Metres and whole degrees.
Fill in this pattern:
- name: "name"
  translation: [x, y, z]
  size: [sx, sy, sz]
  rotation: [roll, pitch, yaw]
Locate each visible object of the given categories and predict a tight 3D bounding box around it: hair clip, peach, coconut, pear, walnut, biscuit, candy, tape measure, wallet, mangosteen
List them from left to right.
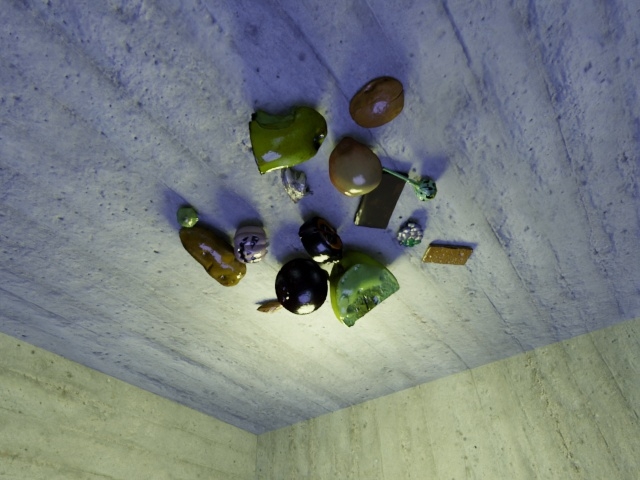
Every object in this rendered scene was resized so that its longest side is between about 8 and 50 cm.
- name: "coconut"
  translation: [-0.567, -0.099, 1.793]
  size: [0.096, 0.087, 0.087]
  rotation: [7, 136, 1]
- name: "pear"
  translation: [-0.105, -0.358, 1.436]
  size: [0.256, 0.238, 0.163]
  rotation: [-7, 130, 7]
- name: "mangosteen"
  translation: [-0.081, 0.221, 2.036]
  size: [0.289, 0.287, 0.287]
  rotation: [-2, 136, -2]
- name: "tape measure"
  translation: [0.000, 0.000, 1.844]
  size: [0.135, 0.202, 0.223]
  rotation: [-32, 134, 23]
- name: "pear"
  translation: [0.163, 0.192, 2.024]
  size: [0.343, 0.238, 0.317]
  rotation: [-35, 117, -10]
- name: "peach"
  translation: [0.128, -0.279, 1.566]
  size: [0.233, 0.232, 0.232]
  rotation: [-2, 136, -2]
- name: "walnut"
  translation: [0.203, -0.458, 1.457]
  size: [0.211, 0.086, 0.167]
  rotation: [-31, 133, 27]
- name: "wallet"
  translation: [0.252, -0.170, 1.793]
  size: [0.166, 0.042, 0.309]
  rotation: [6, 136, -11]
- name: "candy"
  translation: [0.353, -0.232, 1.674]
  size: [0.306, 0.083, 0.091]
  rotation: [16, 105, -34]
- name: "hair clip"
  translation: [0.416, -0.028, 1.956]
  size: [0.124, 0.052, 0.195]
  rotation: [0, 145, 11]
- name: "biscuit"
  translation: [0.628, 0.071, 2.077]
  size: [0.231, 0.025, 0.130]
  rotation: [5, 137, -9]

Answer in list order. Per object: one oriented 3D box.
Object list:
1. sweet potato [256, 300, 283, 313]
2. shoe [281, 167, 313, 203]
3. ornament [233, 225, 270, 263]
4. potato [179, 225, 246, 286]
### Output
- name: "sweet potato"
  translation: [-0.256, 0.365, 2.310]
  size: [0.206, 0.067, 0.060]
  rotation: [-20, 159, 9]
- name: "shoe"
  translation: [-0.094, -0.227, 1.681]
  size: [0.093, 0.088, 0.180]
  rotation: [-13, 138, 12]
- name: "ornament"
  translation: [-0.303, 0.017, 1.865]
  size: [0.178, 0.177, 0.177]
  rotation: [-2, 136, -2]
- name: "potato"
  translation: [-0.489, 0.063, 1.923]
  size: [0.176, 0.196, 0.369]
  rotation: [-46, 120, -8]
